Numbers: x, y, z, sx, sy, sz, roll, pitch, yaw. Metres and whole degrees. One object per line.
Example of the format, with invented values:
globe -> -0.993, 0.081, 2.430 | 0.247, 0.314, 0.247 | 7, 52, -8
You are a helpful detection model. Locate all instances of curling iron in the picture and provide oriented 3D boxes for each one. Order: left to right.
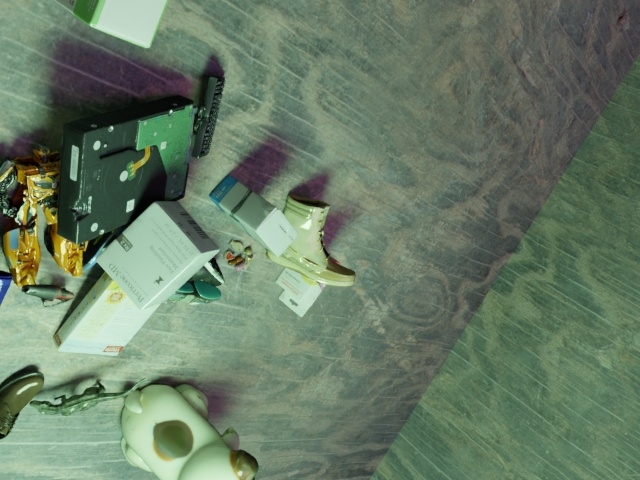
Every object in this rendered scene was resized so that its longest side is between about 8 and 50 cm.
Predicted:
curling iron -> -0.558, 0.112, 1.447 | 0.068, 0.035, 0.274 | -20, 177, -10

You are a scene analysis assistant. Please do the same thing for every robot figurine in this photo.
robot figurine -> -0.544, -0.051, 1.415 | 0.211, 0.085, 0.291 | -19, 132, -41

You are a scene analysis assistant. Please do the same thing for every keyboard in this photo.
keyboard -> -0.247, -0.271, 1.570 | 0.108, 0.023, 0.180 | -42, 149, -72

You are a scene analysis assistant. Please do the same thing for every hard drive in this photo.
hard drive -> -0.386, -0.154, 1.444 | 0.339, 0.064, 0.237 | -35, 145, -55

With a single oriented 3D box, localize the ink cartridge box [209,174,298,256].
ink cartridge box -> -0.164, -0.061, 1.750 | 0.082, 0.190, 0.140 | -48, 144, -9

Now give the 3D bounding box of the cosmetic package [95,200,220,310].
cosmetic package -> -0.346, 0.029, 1.532 | 0.183, 0.151, 0.151 | -43, 177, 7

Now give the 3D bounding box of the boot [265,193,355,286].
boot -> 0.000, 0.000, 1.964 | 0.095, 0.261, 0.204 | -55, 167, -74

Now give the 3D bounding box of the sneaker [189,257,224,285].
sneaker -> -0.346, 0.048, 1.738 | 0.124, 0.107, 0.283 | -34, 142, 3

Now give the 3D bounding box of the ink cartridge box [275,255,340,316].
ink cartridge box -> -0.049, 0.111, 2.090 | 0.198, 0.115, 0.067 | -56, 146, 2

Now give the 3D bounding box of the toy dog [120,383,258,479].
toy dog -> -0.330, 0.570, 1.897 | 0.284, 0.408, 0.396 | -36, 141, -24

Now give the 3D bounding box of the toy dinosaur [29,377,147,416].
toy dinosaur -> -0.565, 0.384, 1.730 | 0.268, 0.118, 0.064 | -11, 85, -28

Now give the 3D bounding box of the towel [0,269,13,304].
towel -> -0.761, 0.168, 1.369 | 0.227, 0.076, 0.308 | 16, 107, -46

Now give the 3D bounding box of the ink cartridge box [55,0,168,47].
ink cartridge box -> -0.348, -0.457, 1.142 | 0.114, 0.273, 0.198 | 9, 111, -49

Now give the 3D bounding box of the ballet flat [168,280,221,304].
ballet flat -> -0.339, 0.136, 1.838 | 0.188, 0.070, 0.070 | 20, 103, -52

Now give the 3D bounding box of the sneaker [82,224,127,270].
sneaker -> -0.479, 0.015, 1.573 | 0.144, 0.053, 0.059 | -47, 146, -8

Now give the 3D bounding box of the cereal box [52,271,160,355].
cereal box -> -0.484, 0.171, 1.657 | 0.240, 0.047, 0.173 | -47, 147, 17

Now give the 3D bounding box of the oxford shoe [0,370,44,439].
oxford shoe -> -0.703, 0.391, 1.593 | 0.227, 0.096, 0.083 | -46, 142, -15

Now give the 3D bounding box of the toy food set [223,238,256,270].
toy food set -> -0.219, 0.047, 1.925 | 0.078, 0.019, 0.122 | -57, 145, 4
